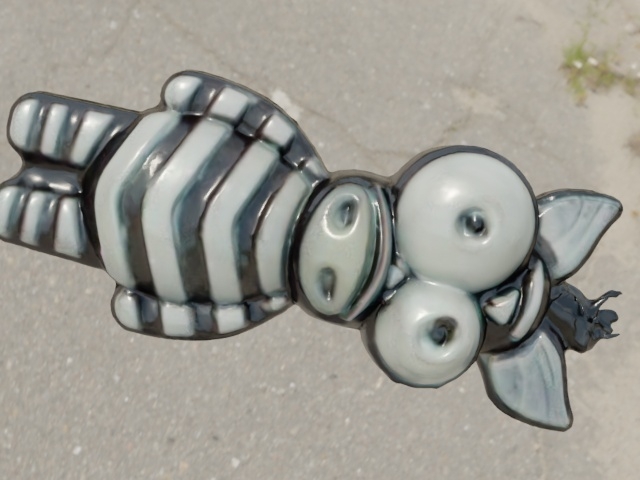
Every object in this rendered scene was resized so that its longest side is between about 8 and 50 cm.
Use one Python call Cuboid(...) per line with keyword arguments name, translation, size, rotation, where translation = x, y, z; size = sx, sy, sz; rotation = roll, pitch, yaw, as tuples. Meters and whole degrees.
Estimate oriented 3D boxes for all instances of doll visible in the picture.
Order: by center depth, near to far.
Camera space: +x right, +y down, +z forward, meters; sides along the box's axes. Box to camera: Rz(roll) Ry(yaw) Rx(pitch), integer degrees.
Cuboid(name="doll", translation=(0.000, 0.000, 0.357), size=(0.219, 0.091, 0.067), rotation=(14, 3, -4))
